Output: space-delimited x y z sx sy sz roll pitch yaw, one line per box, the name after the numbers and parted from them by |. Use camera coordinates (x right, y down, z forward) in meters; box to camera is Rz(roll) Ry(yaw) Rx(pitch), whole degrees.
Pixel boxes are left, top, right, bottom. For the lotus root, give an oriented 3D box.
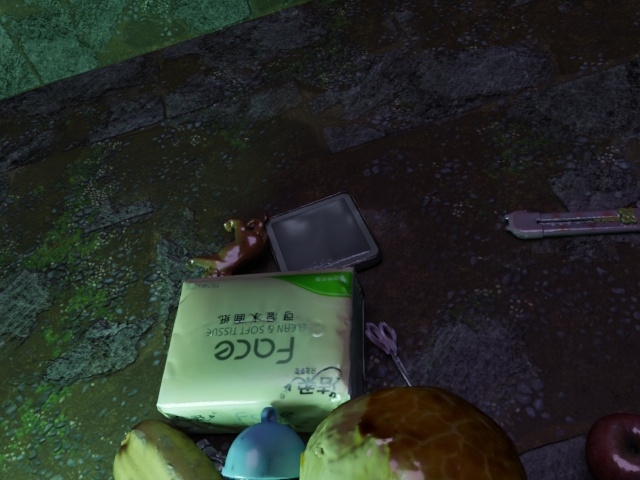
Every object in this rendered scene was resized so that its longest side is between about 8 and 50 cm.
-0.274 0.490 1.153 0.342 0.151 0.169 34 84 30 | lotus root

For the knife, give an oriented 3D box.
0.657 -0.046 1.444 0.398 0.038 0.132 -3 46 13 | knife

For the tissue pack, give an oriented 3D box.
-0.110 0.236 1.291 0.404 0.205 0.332 -6 52 11 | tissue pack

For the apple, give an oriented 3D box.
0.546 0.382 1.045 0.153 0.120 0.154 -9 42 8 | apple

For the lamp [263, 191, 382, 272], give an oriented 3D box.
0.000 0.000 1.574 0.266 0.047 0.269 -21 47 -3 | lamp

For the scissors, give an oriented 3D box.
0.164 0.256 1.302 0.015 0.100 0.189 -49 56 28 | scissors

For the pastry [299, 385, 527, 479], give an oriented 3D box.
0.160 0.399 0.952 0.388 0.388 0.313 27 87 33 | pastry

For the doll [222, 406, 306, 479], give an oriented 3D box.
-0.104 0.465 1.080 0.141 0.177 0.315 -7 71 39 | doll

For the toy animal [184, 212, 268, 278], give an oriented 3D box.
-0.230 0.051 1.547 0.312 0.097 0.157 -43 53 -6 | toy animal

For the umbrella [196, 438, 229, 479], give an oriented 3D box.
-0.190 0.472 1.211 0.046 0.050 0.188 -24 44 -36 | umbrella
